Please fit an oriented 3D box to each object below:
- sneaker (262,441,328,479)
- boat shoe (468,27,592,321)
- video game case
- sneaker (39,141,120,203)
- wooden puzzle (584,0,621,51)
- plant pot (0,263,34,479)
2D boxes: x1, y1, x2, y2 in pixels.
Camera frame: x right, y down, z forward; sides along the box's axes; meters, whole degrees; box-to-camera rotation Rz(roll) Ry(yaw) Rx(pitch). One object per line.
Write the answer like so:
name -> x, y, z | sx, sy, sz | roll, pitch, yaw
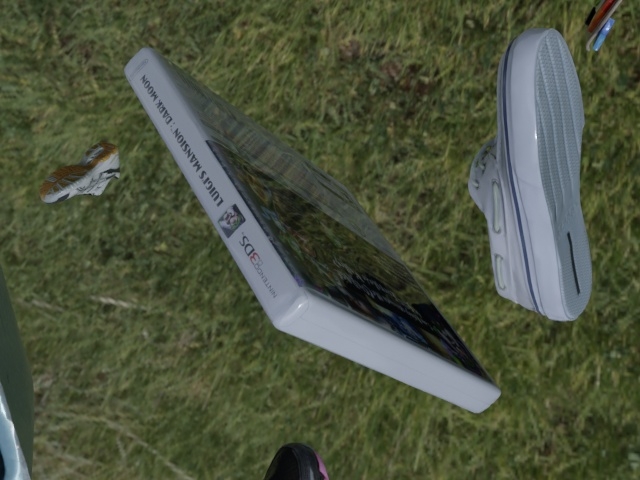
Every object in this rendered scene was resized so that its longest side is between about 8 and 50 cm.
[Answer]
sneaker -> -0.036, 0.148, 0.426 | 0.057, 0.119, 0.047 | 36, 151, -24
boat shoe -> 0.140, -0.039, 0.632 | 0.076, 0.083, 0.226 | 9, 124, 37
video game case -> 0.000, 0.000, 0.443 | 0.022, 0.173, 0.190 | -44, 143, 12
sneaker -> -0.197, -0.048, 0.744 | 0.032, 0.083, 0.037 | 23, 136, 28
wooden puzzle -> 0.270, -0.222, 0.845 | 0.014, 0.116, 0.078 | 27, 115, -1
plant pot -> -0.326, 0.036, 0.580 | 0.247, 0.252, 0.247 | -13, 104, -8
